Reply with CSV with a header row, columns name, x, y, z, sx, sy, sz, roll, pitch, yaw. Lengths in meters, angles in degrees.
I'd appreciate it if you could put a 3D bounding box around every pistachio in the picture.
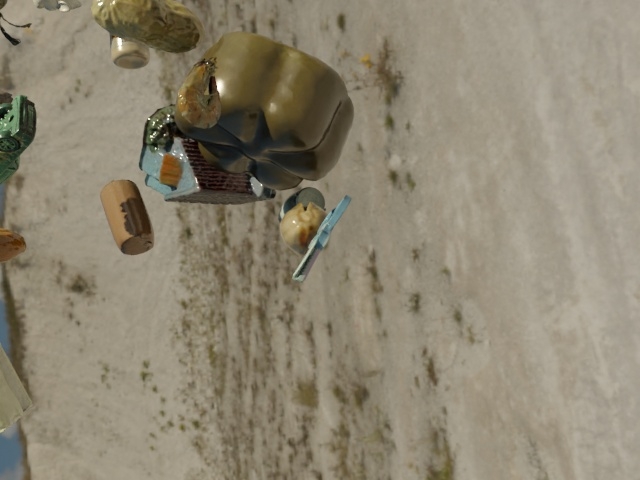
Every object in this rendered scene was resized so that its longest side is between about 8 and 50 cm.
name,x,y,z,sx,sy,sz,roll,pitch,yaw
pistachio,-0.038,-0.025,1.735,0.215,0.144,0.143,81,-179,-83

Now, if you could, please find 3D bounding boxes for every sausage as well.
name,x,y,z,sx,sy,sz,roll,pitch,yaw
sausage,-0.581,-0.062,2.024,0.123,0.123,0.252,96,153,-48

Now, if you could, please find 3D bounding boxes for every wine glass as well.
name,x,y,z,sx,sy,sz,roll,pitch,yaw
wine glass,-0.063,-0.098,2.121,0.204,0.111,0.111,152,112,-66

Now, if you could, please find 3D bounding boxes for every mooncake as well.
name,x,y,z,sx,sy,sz,roll,pitch,yaw
mooncake,-0.149,-0.338,1.833,0.467,0.467,0.262,114,176,-69

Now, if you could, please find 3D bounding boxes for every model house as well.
name,x,y,z,sx,sy,sz,roll,pitch,yaw
model house,-0.340,-0.235,2.128,0.339,0.360,0.297,36,113,38

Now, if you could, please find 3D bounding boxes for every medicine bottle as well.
name,x,y,z,sx,sy,sz,roll,pitch,yaw
medicine bottle,-0.584,-0.655,2.030,0.114,0.114,0.252,126,138,-74

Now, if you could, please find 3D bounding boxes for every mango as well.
name,x,y,z,sx,sy,sz,roll,pitch,yaw
mango,-0.756,0.010,1.517,0.105,0.160,0.084,-135,40,-55

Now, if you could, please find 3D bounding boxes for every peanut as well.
name,x,y,z,sx,sy,sz,roll,pitch,yaw
peanut,-0.451,-0.590,1.791,0.152,0.313,0.152,-15,70,45

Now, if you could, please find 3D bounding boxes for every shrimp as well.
name,x,y,z,sx,sy,sz,roll,pitch,yaw
shrimp,-0.248,-0.317,1.417,0.042,0.101,0.190,-22,49,43

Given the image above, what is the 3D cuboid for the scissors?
name,x,y,z,sx,sy,sz,roll,pitch,yaw
scissors,0.000,0.000,1.501,0.125,0.030,0.256,-48,10,49

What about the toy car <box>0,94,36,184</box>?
name,x,y,z,sx,sy,sz,roll,pitch,yaw
toy car,-0.769,-0.198,1.565,0.097,0.321,0.141,31,-148,-45

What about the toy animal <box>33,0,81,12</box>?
name,x,y,z,sx,sy,sz,roll,pitch,yaw
toy animal,-0.612,-0.557,1.494,0.124,0.085,0.071,61,-161,-28

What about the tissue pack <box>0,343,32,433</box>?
name,x,y,z,sx,sy,sz,roll,pitch,yaw
tissue pack,-0.893,0.305,1.528,0.380,0.297,0.207,62,179,-5

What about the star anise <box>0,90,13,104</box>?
name,x,y,z,sx,sy,sz,roll,pitch,yaw
star anise,-0.905,-0.356,1.692,0.093,0.236,0.229,-55,-3,32

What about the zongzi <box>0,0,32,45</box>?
name,x,y,z,sx,sy,sz,roll,pitch,yaw
zongzi,-1.089,-0.752,1.894,0.447,0.419,0.181,89,162,-48
